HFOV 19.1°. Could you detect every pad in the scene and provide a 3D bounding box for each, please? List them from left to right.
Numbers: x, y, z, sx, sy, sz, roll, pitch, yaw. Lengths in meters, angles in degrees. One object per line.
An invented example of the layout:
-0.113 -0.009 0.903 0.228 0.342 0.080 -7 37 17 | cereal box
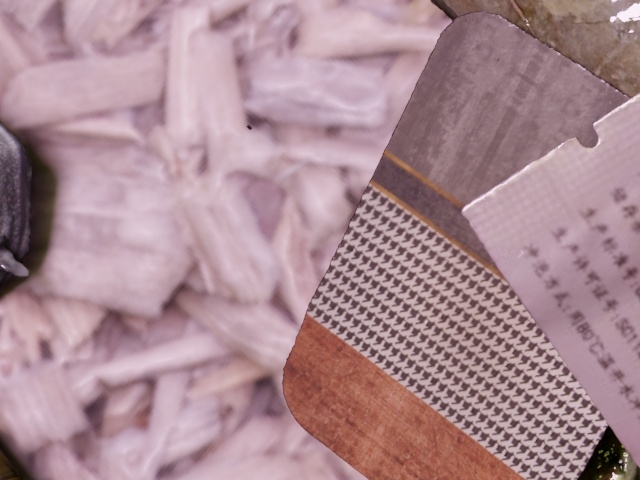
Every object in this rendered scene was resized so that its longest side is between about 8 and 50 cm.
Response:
0.007 -0.009 0.921 0.323 0.055 0.250 27 117 6 | pad

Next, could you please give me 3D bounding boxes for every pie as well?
0.116 0.103 0.939 0.085 0.017 0.085 -4 76 17 | pie

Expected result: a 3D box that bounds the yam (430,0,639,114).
0.139 -0.131 0.921 0.154 0.154 0.254 -43 66 5 | yam

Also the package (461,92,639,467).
0.211 0.026 0.828 0.204 0.251 0.062 -36 26 7 | package

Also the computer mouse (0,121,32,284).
-0.243 -0.046 1.067 0.229 0.068 0.113 34 108 11 | computer mouse

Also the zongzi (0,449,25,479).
-0.219 0.225 0.982 0.289 0.123 0.260 41 102 36 | zongzi
